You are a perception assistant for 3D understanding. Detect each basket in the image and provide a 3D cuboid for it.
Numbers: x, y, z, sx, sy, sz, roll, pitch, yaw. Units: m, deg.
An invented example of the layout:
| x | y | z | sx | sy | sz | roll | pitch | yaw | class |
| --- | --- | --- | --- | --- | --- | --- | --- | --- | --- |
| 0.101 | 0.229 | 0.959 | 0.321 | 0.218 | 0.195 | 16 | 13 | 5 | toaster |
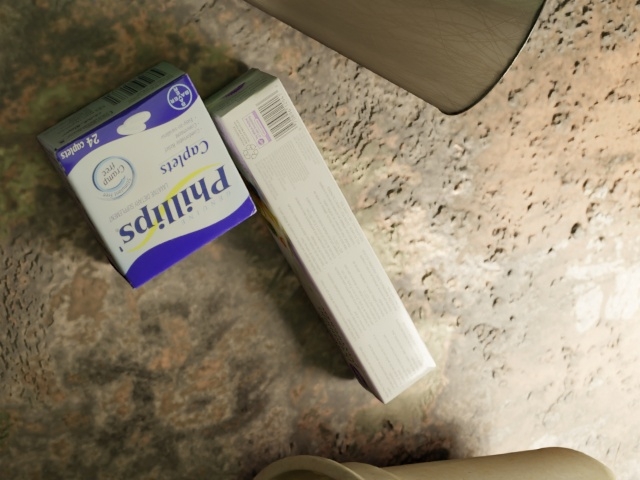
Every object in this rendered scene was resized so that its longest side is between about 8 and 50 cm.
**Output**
| x | y | z | sx | sy | sz | roll | pitch | yaw | class |
| --- | --- | --- | --- | --- | --- | --- | --- | --- | --- |
| 0.049 | -0.227 | 1.071 | 0.227 | 0.154 | 0.204 | 17 | 124 | -23 | basket |

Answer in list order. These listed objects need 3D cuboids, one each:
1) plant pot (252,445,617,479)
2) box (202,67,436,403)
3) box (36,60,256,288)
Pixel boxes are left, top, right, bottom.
| x | y | z | sx | sy | sz | roll | pitch | yaw | class |
| --- | --- | --- | --- | --- | --- | --- | --- | --- | --- |
| 0.132 | 0.328 | 1.196 | 0.306 | 0.334 | 0.333 | -9 | 108 | -35 | plant pot |
| 0.000 | 0.000 | 1.159 | 0.067 | 0.063 | 0.324 | -36 | 116 | -11 | box |
| -0.140 | -0.054 | 1.074 | 0.126 | 0.072 | 0.137 | -33 | 116 | -13 | box |
